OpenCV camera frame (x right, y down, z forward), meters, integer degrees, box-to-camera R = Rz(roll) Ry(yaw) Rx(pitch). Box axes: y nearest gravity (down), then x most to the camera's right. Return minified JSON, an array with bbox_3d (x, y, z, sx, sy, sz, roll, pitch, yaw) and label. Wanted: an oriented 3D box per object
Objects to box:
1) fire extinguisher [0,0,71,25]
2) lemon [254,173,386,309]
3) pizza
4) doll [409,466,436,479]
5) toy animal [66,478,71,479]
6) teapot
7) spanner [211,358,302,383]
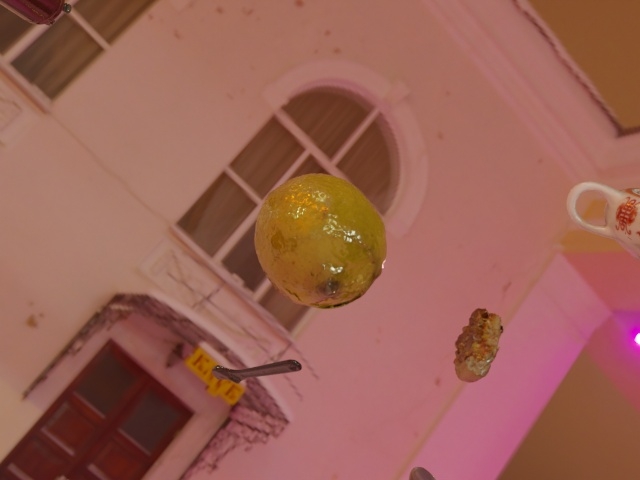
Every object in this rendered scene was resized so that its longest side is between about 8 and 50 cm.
[{"bbox_3d":[-0.584,-0.487,1.683,0.147,0.106,0.337,17,-1,7],"label":"fire extinguisher"},{"bbox_3d":[0.000,0.000,1.172,0.180,0.180,0.193,41,-1,-5],"label":"lemon"},{"bbox_3d":[0.284,0.192,1.632,0.058,0.246,0.127,34,-57,-1],"label":"pizza"},{"bbox_3d":[0.218,0.511,1.321,0.215,0.226,0.370,18,7,-5],"label":"doll"},{"bbox_3d":[-0.432,0.533,1.422,0.229,0.224,0.066,60,-28,3],"label":"toy animal"},{"bbox_3d":[0.438,-0.024,1.141,0.246,0.116,0.159,10,26,-8],"label":"teapot"},{"bbox_3d":[-0.108,0.213,1.450,0.208,0.012,0.046,-16,-50,43],"label":"spanner"}]
